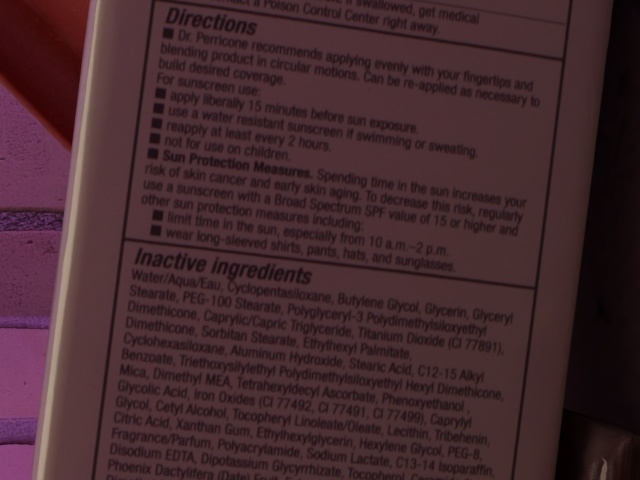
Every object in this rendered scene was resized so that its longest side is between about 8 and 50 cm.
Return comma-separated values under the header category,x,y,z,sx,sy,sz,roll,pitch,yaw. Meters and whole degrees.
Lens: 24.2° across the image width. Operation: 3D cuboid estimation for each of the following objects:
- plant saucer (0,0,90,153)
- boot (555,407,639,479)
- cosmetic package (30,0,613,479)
category,x,y,z,sx,sy,sz,roll,pitch,yaw
plant saucer,-0.081,-0.155,0.686,0.258,0.259,0.048,-39,8,41
boot,0.077,0.111,0.484,0.106,0.037,0.114,158,112,-68
cosmetic package,-0.001,-0.033,0.485,0.113,0.160,0.309,180,98,-80
